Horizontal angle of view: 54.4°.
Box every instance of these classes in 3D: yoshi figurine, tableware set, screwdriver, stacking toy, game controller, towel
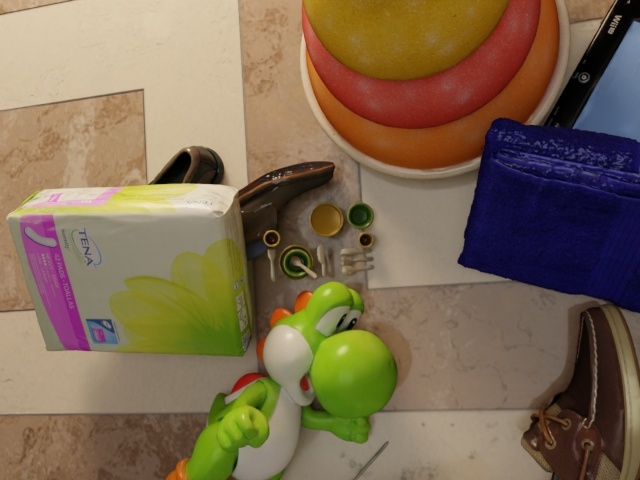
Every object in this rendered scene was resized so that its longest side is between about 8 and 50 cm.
[{"bbox_3d":[-0.032,0.232,0.797,0.203,0.203,0.362,32,92,-2],"label":"yoshi figurine"},{"bbox_3d":[0.000,0.000,0.847,0.154,0.024,0.103,-6,90,-7],"label":"tableware set"},{"bbox_3d":[0.035,0.336,0.852,0.170,0.024,0.025,-53,47,0],"label":"screwdriver"},{"bbox_3d":[0.096,-0.266,0.634,0.351,0.480,0.350,-1,86,14],"label":"stacking toy"},{"bbox_3d":[0.388,-0.171,0.766,0.167,0.067,0.319,30,93,14],"label":"game controller"},{"bbox_3d":[0.322,-0.010,0.708,0.308,0.076,0.227,15,134,16],"label":"towel"}]

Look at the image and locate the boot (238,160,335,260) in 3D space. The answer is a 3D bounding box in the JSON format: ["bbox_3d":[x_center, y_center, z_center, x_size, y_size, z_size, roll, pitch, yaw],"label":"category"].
[{"bbox_3d":[-0.072,-0.038,0.887,0.219,0.082,0.106,-18,107,5],"label":"boot"}]

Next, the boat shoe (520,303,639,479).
[{"bbox_3d":[0.302,0.244,0.738,0.123,0.123,0.341,2,93,13],"label":"boat shoe"}]

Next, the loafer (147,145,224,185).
[{"bbox_3d":[-0.252,-0.035,0.912,0.096,0.084,0.267,41,97,12],"label":"loafer"}]

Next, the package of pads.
[{"bbox_3d":[-0.246,0.037,0.842,0.297,0.101,0.229,0,116,7],"label":"package of pads"}]
